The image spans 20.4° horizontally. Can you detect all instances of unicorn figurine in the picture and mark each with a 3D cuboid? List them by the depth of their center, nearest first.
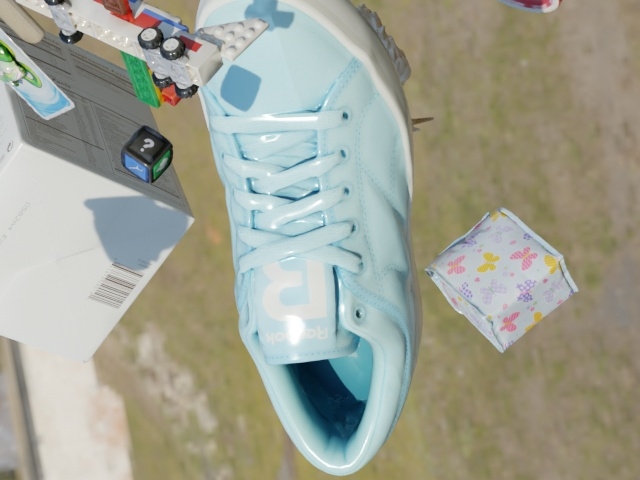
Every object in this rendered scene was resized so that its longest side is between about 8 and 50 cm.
[{"bbox_3d":[0.039,-0.127,1.423,0.111,0.060,0.162,44,175,2],"label":"unicorn figurine"}]

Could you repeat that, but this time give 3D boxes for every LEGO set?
[{"bbox_3d":[-0.140,-0.133,0.901,0.244,0.060,0.182,47,156,-16],"label":"LEGO set"}]

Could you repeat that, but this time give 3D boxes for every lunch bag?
[{"bbox_3d":[0.119,0.022,1.185,0.083,0.071,0.053,44,170,42],"label":"lunch bag"}]

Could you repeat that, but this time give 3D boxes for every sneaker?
[{"bbox_3d":[0.000,0.000,1.150,0.150,0.135,0.366,-82,-22,-52],"label":"sneaker"}]

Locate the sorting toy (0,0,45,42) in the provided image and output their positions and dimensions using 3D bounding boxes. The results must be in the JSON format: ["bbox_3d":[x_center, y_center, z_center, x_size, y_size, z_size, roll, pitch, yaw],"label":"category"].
[{"bbox_3d":[-0.335,-0.269,1.526,0.208,0.038,0.193,50,179,21],"label":"sorting toy"}]

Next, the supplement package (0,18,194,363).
[{"bbox_3d":[-0.281,-0.059,1.732,0.199,0.198,0.262,-51,37,21],"label":"supplement package"}]

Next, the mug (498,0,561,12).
[{"bbox_3d":[0.181,-0.300,1.541,0.113,0.150,0.169,133,162,-78],"label":"mug"}]
